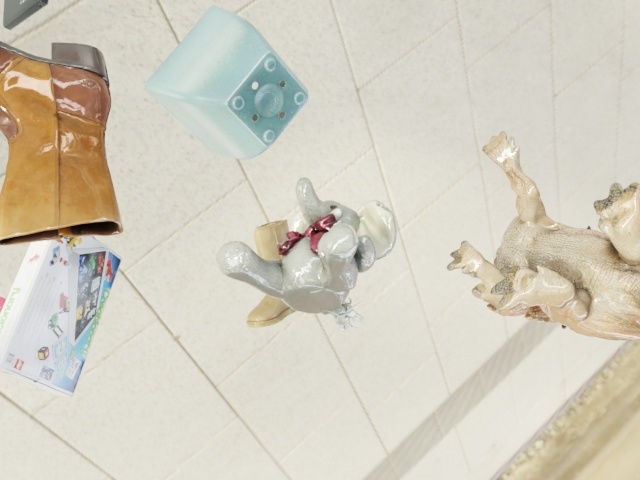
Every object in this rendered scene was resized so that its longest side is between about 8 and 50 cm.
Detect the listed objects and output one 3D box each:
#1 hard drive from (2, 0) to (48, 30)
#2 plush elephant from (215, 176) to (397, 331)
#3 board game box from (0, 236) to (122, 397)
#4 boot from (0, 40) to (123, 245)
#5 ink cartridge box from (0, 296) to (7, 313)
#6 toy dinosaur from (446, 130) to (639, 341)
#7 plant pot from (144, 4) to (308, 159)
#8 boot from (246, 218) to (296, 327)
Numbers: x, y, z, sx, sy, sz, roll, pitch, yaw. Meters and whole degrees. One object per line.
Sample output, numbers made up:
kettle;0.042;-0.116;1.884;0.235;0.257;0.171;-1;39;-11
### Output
hard drive;-0.599;-0.497;1.362;0.022;0.135;0.094;16;65;-53
plush elephant;0.000;0.000;1.337;0.272;0.255;0.330;-13;143;24
board game box;-0.505;0.125;1.290;0.193;0.053;0.305;51;45;-52
boot;-0.395;-0.117;0.851;0.264;0.280;0.096;-1;156;-21
ink cartridge box;-0.766;0.244;1.435;0.172;0.100;0.237;97;19;-47
toy dinosaur;0.217;0.033;0.537;0.200;0.296;0.127;35;93;-27
plant pot;-0.172;-0.323;1.443;0.248;0.252;0.247;-52;130;-7
boot;-0.153;0.093;1.920;0.236;0.089;0.269;-24;106;-57
